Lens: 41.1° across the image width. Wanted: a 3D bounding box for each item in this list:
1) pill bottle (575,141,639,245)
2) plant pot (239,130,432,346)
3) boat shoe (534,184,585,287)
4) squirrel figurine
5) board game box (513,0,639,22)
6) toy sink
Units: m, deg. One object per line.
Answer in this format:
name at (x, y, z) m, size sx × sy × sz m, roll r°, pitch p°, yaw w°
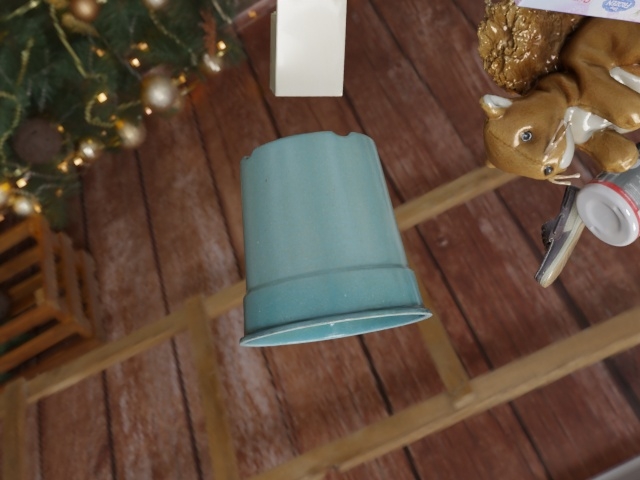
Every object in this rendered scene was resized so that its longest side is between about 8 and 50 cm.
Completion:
pill bottle at (0.725, -0.128, 1.914) m, size 0.161 × 0.283 × 0.161 m, roll 45°, pitch -21°, yaw 22°
plant pot at (0.000, 0.000, 1.530) m, size 0.341 × 0.341 × 0.334 m, roll 29°, pitch 50°, yaw -74°
boat shoe at (0.588, -0.015, 2.106) m, size 0.092 × 0.285 × 0.103 m, roll 27°, pitch -16°, yaw 19°
squirrel figurine at (0.440, -0.280, 1.574) m, size 0.397 × 0.370 × 0.281 m, roll 61°, pitch -2°, yaw 32°
board game box at (0.373, -0.491, 1.332) m, size 0.319 × 0.066 × 0.318 m, roll -3°, pitch 63°, yaw -33°
toy sink at (-0.032, -0.446, 1.900) m, size 0.131 × 0.153 × 0.234 m, roll -116°, pitch -155°, yaw -68°
